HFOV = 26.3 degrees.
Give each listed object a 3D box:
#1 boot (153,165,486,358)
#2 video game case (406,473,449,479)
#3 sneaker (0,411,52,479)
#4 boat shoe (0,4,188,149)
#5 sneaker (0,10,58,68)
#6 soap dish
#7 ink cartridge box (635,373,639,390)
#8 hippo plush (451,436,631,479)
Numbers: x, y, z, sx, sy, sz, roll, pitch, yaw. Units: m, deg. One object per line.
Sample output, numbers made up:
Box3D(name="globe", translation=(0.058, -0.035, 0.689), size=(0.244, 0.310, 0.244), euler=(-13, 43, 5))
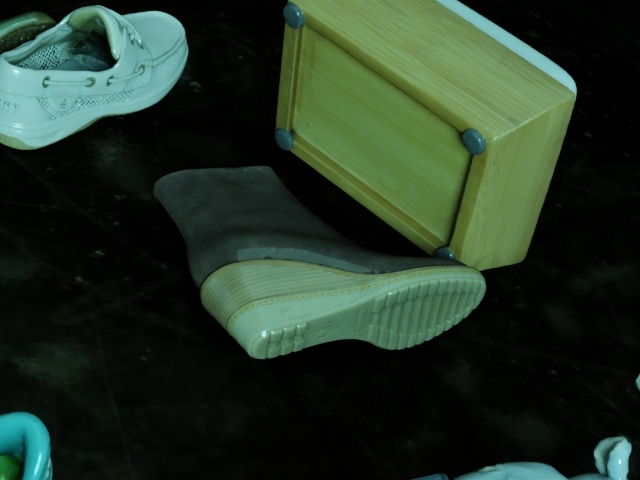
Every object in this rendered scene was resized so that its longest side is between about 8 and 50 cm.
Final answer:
Box3D(name="boot", translation=(0.000, 0.000, 1.181), size=(0.248, 0.090, 0.207), euler=(-7, 46, -28))
Box3D(name="video game case", translation=(-0.037, 0.213, 0.756), size=(0.274, 0.026, 0.196), euler=(-10, 23, -7))
Box3D(name="sneaker", translation=(-0.252, 0.194, 0.793), size=(0.107, 0.110, 0.275), euler=(28, 37, 12))
Box3D(name="boat shoe", translation=(-0.209, -0.176, 1.304), size=(0.098, 0.096, 0.277), euler=(30, 37, 14))
Box3D(name="sneaker", translation=(-0.338, -0.187, 1.283), size=(0.086, 0.064, 0.192), euler=(37, 42, 14))
Box3D(name="soap dish", translation=(0.083, -0.120, 1.280), size=(0.291, 0.229, 0.118), euler=(38, 56, 22))
Box3D(name="ink cartridge box", translation=(0.441, 0.179, 1.130), size=(0.223, 0.129, 0.307), euler=(0, 40, -25))
Box3D(name="hippo plush", translation=(0.188, 0.222, 0.863), size=(0.294, 0.234, 0.236), euler=(7, 39, -17))
